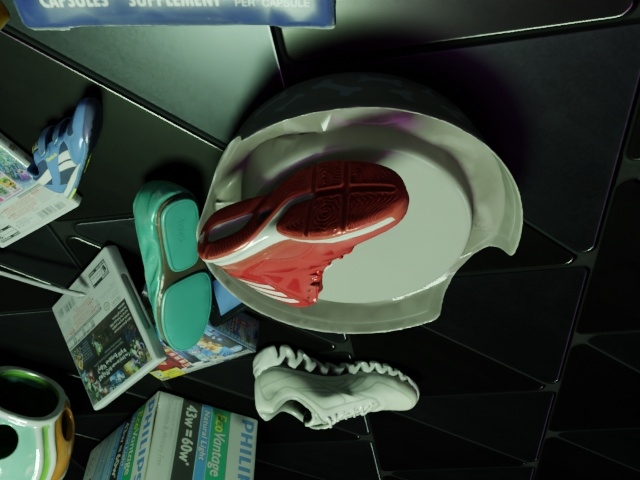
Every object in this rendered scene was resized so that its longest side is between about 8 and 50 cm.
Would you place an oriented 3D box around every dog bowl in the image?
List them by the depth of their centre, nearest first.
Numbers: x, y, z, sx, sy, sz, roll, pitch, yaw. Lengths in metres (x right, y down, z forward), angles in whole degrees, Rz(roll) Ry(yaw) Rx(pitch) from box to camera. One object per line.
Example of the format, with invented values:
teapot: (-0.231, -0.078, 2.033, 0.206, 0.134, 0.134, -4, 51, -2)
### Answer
dog bowl: (0.040, -0.031, 0.643, 0.349, 0.102, 0.348, 2, 137, 2)

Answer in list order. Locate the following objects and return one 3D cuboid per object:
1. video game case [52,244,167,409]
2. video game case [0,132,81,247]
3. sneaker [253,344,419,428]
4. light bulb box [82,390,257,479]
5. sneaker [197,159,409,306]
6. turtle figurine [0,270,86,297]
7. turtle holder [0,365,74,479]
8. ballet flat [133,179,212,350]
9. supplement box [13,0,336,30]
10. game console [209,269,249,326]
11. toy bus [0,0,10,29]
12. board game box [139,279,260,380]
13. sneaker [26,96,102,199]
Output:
video game case: (-0.303, 0.127, 0.797, 0.190, 0.173, 0.022, -38, 164, 34)
video game case: (-0.399, -0.063, 0.687, 0.157, 0.019, 0.143, -22, 131, 25)
sneaker: (0.027, 0.264, 0.950, 0.292, 0.118, 0.110, 10, 135, -11)
light bulb box: (-0.316, 0.540, 1.083, 0.225, 0.357, 0.361, 26, 131, -26)
sneaker: (0.000, 0.000, 0.560, 0.221, 0.087, 0.128, -10, 146, 30)
turtle figurine: (-0.501, 0.059, 0.678, 0.266, 0.197, 0.274, -4, 137, 22)
turtle holder: (-0.582, 0.321, 0.978, 0.320, 0.243, 0.227, 37, 108, 4)
ballet flat: (-0.189, 0.028, 0.722, 0.083, 0.087, 0.247, -22, 133, -33)
supplement box: (-0.086, -0.314, 0.277, 0.194, 0.195, 0.356, 0, 136, 2)
game console: (-0.142, 0.047, 0.760, 0.122, 0.107, 0.071, -33, 155, 32)
toy bus: (-0.375, -0.270, 0.382, 0.108, 0.130, 0.332, -22, 132, 23)
board game box: (-0.227, 0.121, 0.848, 0.194, 0.060, 0.194, -21, 131, 23)
sneaker: (-0.279, -0.102, 0.615, 0.059, 0.053, 0.144, 26, 131, -20)
